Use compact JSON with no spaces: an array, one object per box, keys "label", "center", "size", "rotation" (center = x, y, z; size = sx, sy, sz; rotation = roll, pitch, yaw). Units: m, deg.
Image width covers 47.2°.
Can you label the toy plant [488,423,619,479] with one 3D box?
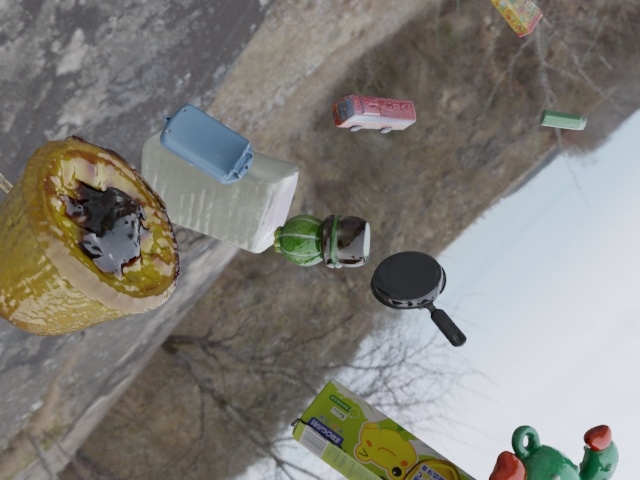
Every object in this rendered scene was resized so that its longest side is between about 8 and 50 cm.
[{"label":"toy plant","center":[0.397,0.465,1.154],"size":[0.279,0.400,0.185],"rotation":[-31,-175,-2]}]

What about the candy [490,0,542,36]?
[{"label":"candy","center":[0.416,-0.501,1.564],"size":[0.062,0.122,0.038],"rotation":[-55,-156,-20]}]

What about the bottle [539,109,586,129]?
[{"label":"bottle","center":[0.471,-0.234,1.424],"size":[0.030,0.083,0.030],"rotation":[9,90,-87]}]

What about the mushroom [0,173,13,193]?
[{"label":"mushroom","center":[-0.385,-0.011,1.028],"size":[0.026,0.286,0.028],"rotation":[-39,-161,0]}]

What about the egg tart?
[{"label":"egg tart","center":[-0.274,0.004,0.814],"size":[0.170,0.215,0.215],"rotation":[-28,-179,23]}]

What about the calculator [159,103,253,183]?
[{"label":"calculator","center":[-0.242,-0.207,1.557],"size":[0.121,0.210,0.039],"rotation":[-62,-174,-31]}]

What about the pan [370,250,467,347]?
[{"label":"pan","center":[0.178,0.096,1.267],"size":[0.136,0.235,0.028],"rotation":[-26,136,-13]}]

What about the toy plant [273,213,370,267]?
[{"label":"toy plant","center":[0.000,0.000,1.246],"size":[0.162,0.093,0.093],"rotation":[3,-174,13]}]

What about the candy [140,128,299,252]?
[{"label":"candy","center":[-0.244,-0.121,1.720],"size":[0.145,0.358,0.208],"rotation":[-41,149,-61]}]

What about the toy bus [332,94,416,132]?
[{"label":"toy bus","center":[0.121,-0.283,1.625],"size":[0.192,0.065,0.077],"rotation":[-3,166,-34]}]

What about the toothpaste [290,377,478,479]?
[{"label":"toothpaste","center":[0.109,0.378,1.260],"size":[0.110,0.327,0.077],"rotation":[-46,163,-39]}]
